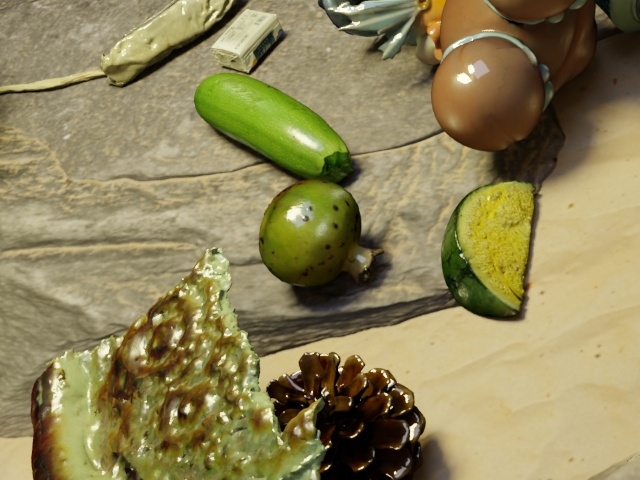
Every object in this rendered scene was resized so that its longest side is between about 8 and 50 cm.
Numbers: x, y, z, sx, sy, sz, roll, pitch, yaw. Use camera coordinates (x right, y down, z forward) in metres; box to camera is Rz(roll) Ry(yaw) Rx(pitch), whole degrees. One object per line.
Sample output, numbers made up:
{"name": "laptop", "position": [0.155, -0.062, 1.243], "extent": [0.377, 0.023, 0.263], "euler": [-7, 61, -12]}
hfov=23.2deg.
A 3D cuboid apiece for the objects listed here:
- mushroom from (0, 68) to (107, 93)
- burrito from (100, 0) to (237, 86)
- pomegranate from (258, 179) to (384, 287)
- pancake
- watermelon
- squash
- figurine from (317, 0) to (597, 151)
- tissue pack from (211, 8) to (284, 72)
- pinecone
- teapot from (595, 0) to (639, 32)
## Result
{"name": "mushroom", "position": [-0.427, -0.219, 2.240], "extent": [0.286, 0.026, 0.028], "euler": [-9, 60, 18]}
{"name": "burrito", "position": [-0.207, -0.293, 2.163], "extent": [0.229, 0.063, 0.058], "euler": [-35, 13, -6]}
{"name": "pomegranate", "position": [-0.007, -0.003, 1.717], "extent": [0.130, 0.130, 0.130], "euler": [-15, 42, 14]}
{"name": "pancake", "position": [-0.153, 0.182, 1.463], "extent": [0.305, 0.067, 0.427], "euler": [-49, 35, 9]}
{"name": "watermelon", "position": [0.168, 0.012, 1.660], "extent": [0.092, 0.075, 0.181], "euler": [21, 48, -11]}
{"name": "squash", "position": [-0.065, -0.147, 1.915], "extent": [0.082, 0.082, 0.292], "euler": [-42, 42, -16]}
{"name": "figurine", "position": [0.165, -0.285, 1.815], "extent": [0.248, 0.276, 0.388], "euler": [-2, 25, -43]}
{"name": "tissue pack", "position": [-0.098, -0.268, 2.089], "extent": [0.062, 0.042, 0.083], "euler": [19, 59, 39]}
{"name": "pinecone", "position": [0.013, 0.177, 1.470], "extent": [0.163, 0.165, 0.163], "euler": [-11, 56, 16]}
{"name": "teapot", "position": [0.354, -0.336, 1.798], "extent": [0.159, 0.232, 0.159], "euler": [-9, 71, 28]}
